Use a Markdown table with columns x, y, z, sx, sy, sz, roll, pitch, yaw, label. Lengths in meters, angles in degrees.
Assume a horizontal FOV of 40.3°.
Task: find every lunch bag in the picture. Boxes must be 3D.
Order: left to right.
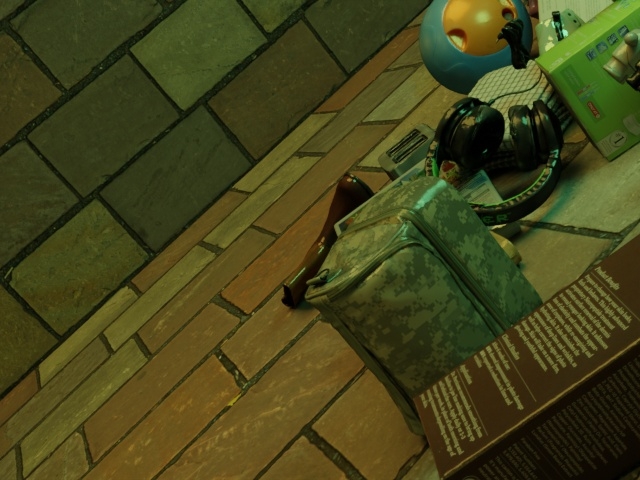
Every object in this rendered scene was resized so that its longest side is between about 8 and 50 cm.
| x | y | z | sx | sy | sz | roll | pitch | yaw | label |
| --- | --- | --- | --- | --- | --- | --- | --- | --- | --- |
| 0.141 | 0.101 | 1.263 | 0.256 | 0.305 | 0.212 | -47 | 16 | -31 | lunch bag |

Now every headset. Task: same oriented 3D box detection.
| x | y | z | sx | sy | sz | roll | pitch | yaw | label |
| --- | --- | --- | --- | --- | --- | --- | --- | --- | --- |
| 0.331 | -0.216 | 1.618 | 0.243 | 0.185 | 0.394 | 7 | 59 | 26 | headset |

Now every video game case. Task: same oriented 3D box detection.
| x | y | z | sx | sy | sz | roll | pitch | yaw | label |
| --- | --- | --- | --- | --- | --- | --- | --- | --- | --- |
| 0.196 | -0.026 | 1.716 | 0.329 | 0.036 | 0.300 | -36 | 39 | 14 | video game case |

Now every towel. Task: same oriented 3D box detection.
| x | y | z | sx | sy | sz | roll | pitch | yaw | label |
| --- | --- | --- | --- | --- | --- | --- | --- | --- | --- |
| 0.416 | -0.261 | 1.857 | 0.235 | 0.121 | 0.284 | -4 | 45 | 50 | towel |

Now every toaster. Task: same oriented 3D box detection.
| x | y | z | sx | sy | sz | roll | pitch | yaw | label |
| --- | --- | --- | --- | --- | --- | --- | --- | --- | --- |
| 0.231 | -0.181 | 2.056 | 0.185 | 0.110 | 0.168 | -39 | 17 | 6 | toaster |

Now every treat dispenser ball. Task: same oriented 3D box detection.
| x | y | z | sx | sy | sz | roll | pitch | yaw | label |
| --- | --- | --- | --- | --- | --- | --- | --- | --- | --- |
| 0.396 | -0.516 | 2.231 | 0.288 | 0.288 | 0.288 | -36 | 18 | 14 | treat dispenser ball |

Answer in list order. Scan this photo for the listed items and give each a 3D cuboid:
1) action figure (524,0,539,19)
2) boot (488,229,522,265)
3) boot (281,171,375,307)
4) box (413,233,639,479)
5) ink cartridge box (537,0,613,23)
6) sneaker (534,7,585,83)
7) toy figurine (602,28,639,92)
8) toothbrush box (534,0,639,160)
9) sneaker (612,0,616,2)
| x | y | z | sx | sy | sz | roll | pitch | yaw | label |
| --- | --- | --- | --- | --- | --- | --- | --- | --- | --- |
| 0.689 | -0.625 | 2.180 | 0.275 | 0.248 | 0.370 | -2 | 17 | -27 | action figure |
| 0.195 | 0.085 | 1.545 | 0.269 | 0.089 | 0.236 | -43 | 29 | -8 | boot |
| 0.000 | 0.000 | 1.967 | 0.280 | 0.096 | 0.264 | -47 | -10 | -23 | boot |
| 0.309 | 0.165 | 1.028 | 0.381 | 0.143 | 0.191 | -39 | 17 | 10 | box |
| 0.653 | -0.561 | 1.874 | 0.385 | 0.091 | 0.308 | -10 | 78 | 42 | ink cartridge box |
| 0.559 | -0.411 | 1.750 | 0.256 | 0.151 | 0.094 | -11 | -16 | -5 | sneaker |
| 0.579 | -0.267 | 1.383 | 0.148 | 0.213 | 0.209 | -50 | 12 | 16 | toy figurine |
| 0.561 | -0.314 | 1.543 | 0.283 | 0.206 | 0.122 | -36 | 17 | 15 | toothbrush box |
| 0.613 | -0.537 | 1.610 | 0.210 | 0.137 | 0.366 | -35 | -18 | 25 | sneaker |
